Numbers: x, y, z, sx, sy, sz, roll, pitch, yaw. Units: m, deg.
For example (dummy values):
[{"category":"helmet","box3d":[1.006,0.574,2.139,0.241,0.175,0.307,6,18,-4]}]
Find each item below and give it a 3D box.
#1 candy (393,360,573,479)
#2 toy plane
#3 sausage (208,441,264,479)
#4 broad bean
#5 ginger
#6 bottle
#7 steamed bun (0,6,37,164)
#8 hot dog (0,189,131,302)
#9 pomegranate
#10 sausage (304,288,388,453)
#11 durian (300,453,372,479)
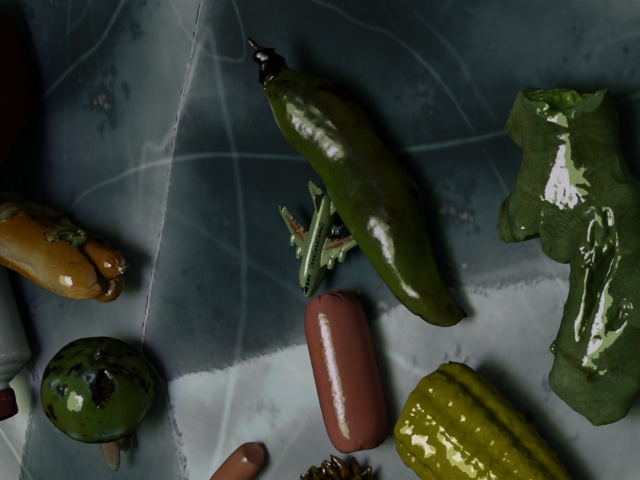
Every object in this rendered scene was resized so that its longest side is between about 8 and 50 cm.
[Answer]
[{"category":"candy","box3d":[0.157,0.202,1.541,0.199,0.094,0.106,41,115,24]},{"category":"toy plane","box3d":[0.000,0.000,1.688,0.102,0.040,0.111,19,108,40]},{"category":"sausage","box3d":[-0.087,0.237,1.797,0.083,0.034,0.034,-50,63,34]},{"category":"broad bean","box3d":[0.034,-0.064,1.633,0.077,0.061,0.339,-35,69,1]},{"category":"ginger","box3d":[0.219,0.006,1.470,0.137,0.089,0.290,-21,85,23]},{"category":"bottle","box3d":[-0.394,0.087,2.006,0.104,0.104,0.245,-28,76,40]},{"category":"steamed bun","box3d":[-0.490,-0.127,1.887,0.235,0.379,0.248,-16,128,40]},{"category":"hot dog","box3d":[-0.302,0.001,1.910,0.269,0.109,0.072,23,102,36]},{"category":"pomegranate","box3d":[-0.232,0.173,1.875,0.122,0.122,0.161,25,138,37]},{"category":"sausage","box3d":[0.024,0.123,1.666,0.062,0.062,0.154,-16,84,41]},{"category":"durian","box3d":[-0.010,0.329,1.699,0.139,0.144,0.252,34,124,58]}]
